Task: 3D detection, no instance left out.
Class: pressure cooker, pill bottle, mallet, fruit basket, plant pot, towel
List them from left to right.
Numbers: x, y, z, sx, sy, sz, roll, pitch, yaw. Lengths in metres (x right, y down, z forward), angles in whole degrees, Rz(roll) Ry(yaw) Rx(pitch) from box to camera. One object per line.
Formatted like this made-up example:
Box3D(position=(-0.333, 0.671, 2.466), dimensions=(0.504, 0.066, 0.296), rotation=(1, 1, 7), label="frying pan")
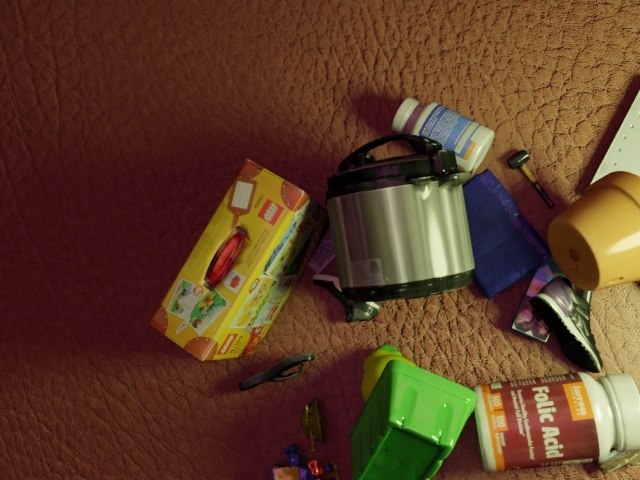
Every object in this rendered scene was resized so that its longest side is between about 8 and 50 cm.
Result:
Box3D(position=(0.206, -0.067, 1.708), dimensions=(0.370, 0.375, 0.420), rotation=(-10, 91, 1), label="pressure cooker")
Box3D(position=(0.224, 0.451, 1.722), dimensions=(0.283, 0.392, 0.391), rotation=(23, 85, 3), label="fruit basket")
Box3D(position=(0.352, -0.311, 1.890), dimensions=(0.272, 0.152, 0.152), rotation=(32, 88, 16), label="pill bottle")
Box3D(position=(0.476, -0.018, 1.819), dimensions=(0.228, 0.076, 0.308), rotation=(-40, 75, 28), label="towel")
Box3D(position=(0.621, -0.180, 1.868), dimensions=(0.062, 0.039, 0.189), rotation=(-41, 78, 6), label="mallet")
Box3D(position=(0.598, 0.458, 1.652), dimensions=(0.393, 0.224, 0.223), rotation=(-10, 78, 11), label="pill bottle")
Box3D(position=(0.716, -0.004, 1.627), dimensions=(0.204, 0.291, 0.290), rotation=(-25, 75, -10), label="plant pot")

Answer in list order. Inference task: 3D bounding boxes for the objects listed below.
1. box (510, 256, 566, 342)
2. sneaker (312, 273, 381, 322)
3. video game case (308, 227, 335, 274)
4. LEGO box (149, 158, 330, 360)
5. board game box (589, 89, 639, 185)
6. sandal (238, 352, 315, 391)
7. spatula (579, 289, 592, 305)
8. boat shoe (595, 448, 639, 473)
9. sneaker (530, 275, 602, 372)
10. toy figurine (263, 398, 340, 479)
Box3D(position=(0.619, 0.152, 1.790), dimensions=(0.101, 0.060, 0.244), rotation=(23, 85, 16), label="box")
Box3D(position=(0.067, 0.176, 1.898), dimensions=(0.217, 0.079, 0.121), rotation=(13, 81, 13), label="sneaker")
Box3D(position=(0.000, 0.000, 1.977), dimensions=(0.157, 0.019, 0.143), rotation=(-46, 74, 2), label="video game case")
Box3D(position=(-0.199, 0.069, 1.814), dimensions=(0.193, 0.372, 0.500), rotation=(31, 91, 16), label="LEGO box")
Box3D(position=(0.999, -0.206, 1.779), dimensions=(0.390, 0.050, 0.389), rotation=(28, 87, 16), label="board game box")
Box3D(position=(-0.120, 0.393, 1.897), dimensions=(0.255, 0.097, 0.054), rotation=(-29, 74, 17), label="sandal")
Box3D(position=(0.744, 0.087, 1.786), dimensions=(0.084, 0.030, 0.296), rotation=(13, 80, 13), label="spatula")
Box3D(position=(0.799, 0.547, 1.679), dimensions=(0.183, 0.066, 0.066), rotation=(-23, 93, 5), label="boat shoe")
Box3D(position=(0.684, 0.220, 1.710), dimensions=(0.124, 0.107, 0.283), rotation=(-41, 104, -18), label="sneaker")
Box3D(position=(-0.080, 0.642, 1.795), dimensions=(0.217, 0.191, 0.362), rotation=(-16, 75, 14), label="toy figurine")
